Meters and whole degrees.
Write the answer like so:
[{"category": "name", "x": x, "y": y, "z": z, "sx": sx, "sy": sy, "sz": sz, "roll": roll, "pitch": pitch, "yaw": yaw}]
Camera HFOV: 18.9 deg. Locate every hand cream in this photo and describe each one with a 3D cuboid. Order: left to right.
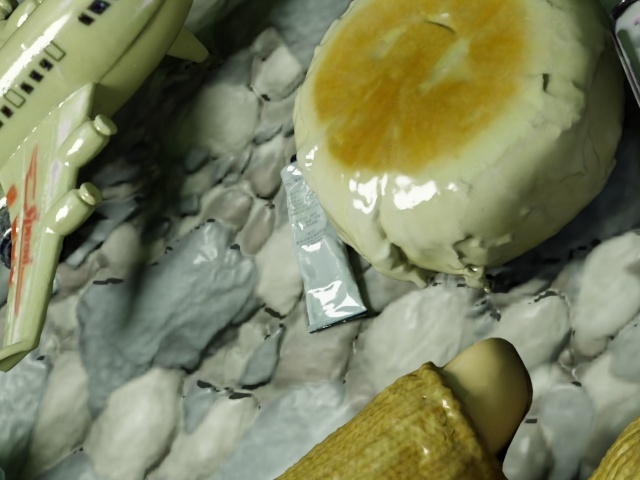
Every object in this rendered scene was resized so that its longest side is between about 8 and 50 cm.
[{"category": "hand cream", "x": 0.000, "y": 0.000, "z": 0.900, "sx": 0.030, "sy": 0.019, "sz": 0.093, "roll": -22, "pitch": 63, "yaw": 17}]

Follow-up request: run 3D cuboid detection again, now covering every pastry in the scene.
[{"category": "pastry", "x": 0.060, "y": -0.060, "z": 0.849, "sx": 0.165, "sy": 0.088, "sz": 0.166, "roll": -14, "pitch": 58, "yaw": 23}]

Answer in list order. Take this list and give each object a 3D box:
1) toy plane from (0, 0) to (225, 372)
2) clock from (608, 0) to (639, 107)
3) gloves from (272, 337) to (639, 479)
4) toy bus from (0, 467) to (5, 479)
[{"category": "toy plane", "x": -0.152, "y": -0.056, "z": 0.960, "sx": 0.256, "sy": 0.104, "sz": 0.242, "roll": -36, "pitch": 51, "yaw": 10}, {"category": "clock", "x": 0.229, "y": -0.068, "z": 0.760, "sx": 0.193, "sy": 0.073, "sz": 0.145, "roll": -26, "pitch": 56, "yaw": 17}, {"category": "gloves", "x": 0.034, "y": 0.170, "z": 0.703, "sx": 0.356, "sy": 0.155, "sz": 0.203, "roll": -39, "pitch": 43, "yaw": 13}, {"category": "toy bus", "x": -0.227, "y": 0.250, "z": 0.850, "sx": 0.136, "sy": 0.109, "sz": 0.330, "roll": -15, "pitch": 59, "yaw": 34}]
